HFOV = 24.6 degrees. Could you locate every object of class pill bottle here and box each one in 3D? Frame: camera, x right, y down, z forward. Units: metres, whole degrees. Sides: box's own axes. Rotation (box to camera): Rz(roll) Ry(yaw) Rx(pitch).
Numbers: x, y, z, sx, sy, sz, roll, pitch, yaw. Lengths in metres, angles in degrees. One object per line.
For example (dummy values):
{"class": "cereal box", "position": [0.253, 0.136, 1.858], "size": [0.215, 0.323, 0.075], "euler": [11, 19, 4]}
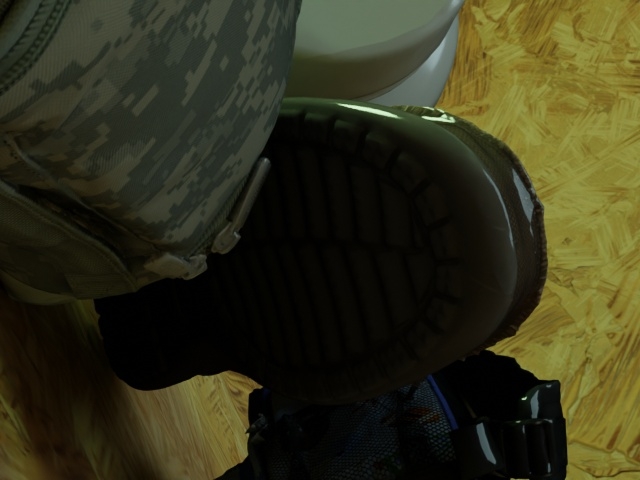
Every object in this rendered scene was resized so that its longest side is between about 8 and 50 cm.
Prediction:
{"class": "pill bottle", "position": [-0.035, -0.107, 0.887], "size": [0.204, 0.204, 0.361], "euler": [66, -19, 13]}

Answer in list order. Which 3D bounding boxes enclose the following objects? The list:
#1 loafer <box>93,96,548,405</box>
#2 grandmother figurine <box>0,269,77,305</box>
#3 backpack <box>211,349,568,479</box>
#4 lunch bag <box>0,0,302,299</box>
{"class": "loafer", "position": [0.000, 0.000, 0.721], "size": [0.366, 0.130, 0.134], "euler": [-7, -86, 61]}
{"class": "grandmother figurine", "position": [-0.158, -0.117, 0.742], "size": [0.208, 0.104, 0.342], "euler": [45, 22, -58]}
{"class": "backpack", "position": [0.040, 0.182, 0.766], "size": [0.263, 0.213, 0.276], "euler": [-87, 161, -72]}
{"class": "lunch bag", "position": [-0.112, -0.121, 0.482], "size": [0.305, 0.213, 0.256], "euler": [56, 26, -79]}
